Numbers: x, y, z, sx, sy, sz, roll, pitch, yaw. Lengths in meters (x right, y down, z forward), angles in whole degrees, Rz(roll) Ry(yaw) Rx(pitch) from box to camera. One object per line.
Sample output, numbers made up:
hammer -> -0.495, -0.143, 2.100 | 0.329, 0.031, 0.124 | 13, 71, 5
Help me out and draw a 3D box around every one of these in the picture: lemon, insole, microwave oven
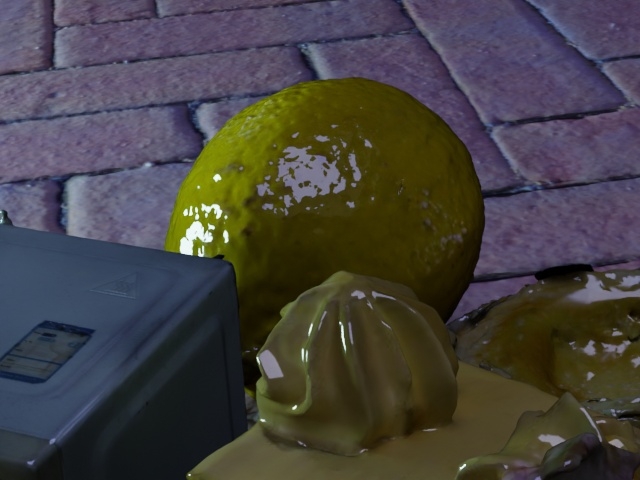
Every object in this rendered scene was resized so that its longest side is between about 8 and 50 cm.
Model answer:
lemon -> 0.000, 0.000, 1.204 | 0.253, 0.253, 0.310 | 14, 44, 30
insole -> 0.215, 0.035, 1.257 | 0.064, 0.004, 0.188 | -10, -12, 14
microwave oven -> -0.259, 0.136, 1.013 | 0.355, 0.218, 0.286 | 8, 29, 21

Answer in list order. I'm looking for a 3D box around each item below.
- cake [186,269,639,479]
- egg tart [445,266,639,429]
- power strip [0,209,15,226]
cake -> 0.059, 0.179, 0.821 | 0.227, 0.286, 0.222 | 20, 35, 36
egg tart -> 0.216, 0.110, 1.101 | 0.288, 0.118, 0.288 | -5, 22, 2
power strip -> -0.361, 0.045, 1.361 | 0.216, 0.061, 0.145 | -19, 31, -26
